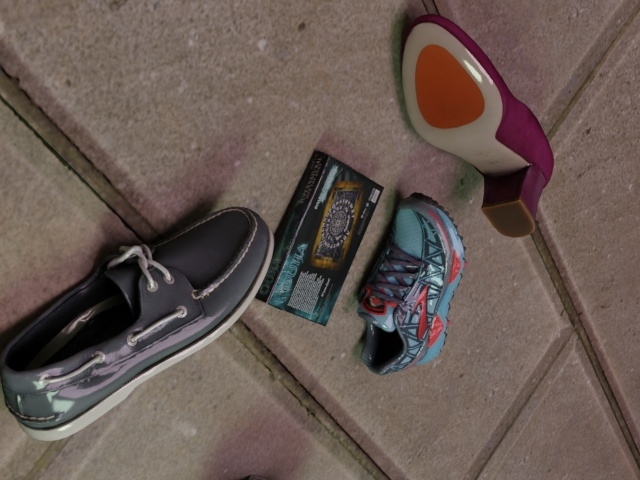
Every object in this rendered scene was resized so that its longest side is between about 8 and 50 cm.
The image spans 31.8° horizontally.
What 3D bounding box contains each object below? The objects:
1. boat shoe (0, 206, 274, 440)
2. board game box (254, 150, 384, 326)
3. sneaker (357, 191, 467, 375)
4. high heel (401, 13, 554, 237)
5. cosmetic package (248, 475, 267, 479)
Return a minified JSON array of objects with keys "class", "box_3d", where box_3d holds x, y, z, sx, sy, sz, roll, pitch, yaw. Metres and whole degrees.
[{"class":"boat shoe","box_3d":[-0.173,0.059,1.090,0.319,0.116,0.099,-40,141,-21]},{"class":"board game box","box_3d":[0.000,0.000,1.325,0.126,0.026,0.186,27,85,-52]},{"class":"sneaker","box_3d":[0.109,0.068,1.444,0.125,0.104,0.261,-23,127,-39]},{"class":"high heel","box_3d":[0.204,-0.182,1.446,0.377,0.127,0.181,60,35,-44]},{"class":"cosmetic package","box_3d":[-0.092,0.469,1.379,0.160,0.113,0.309,-60,169,-78]}]
